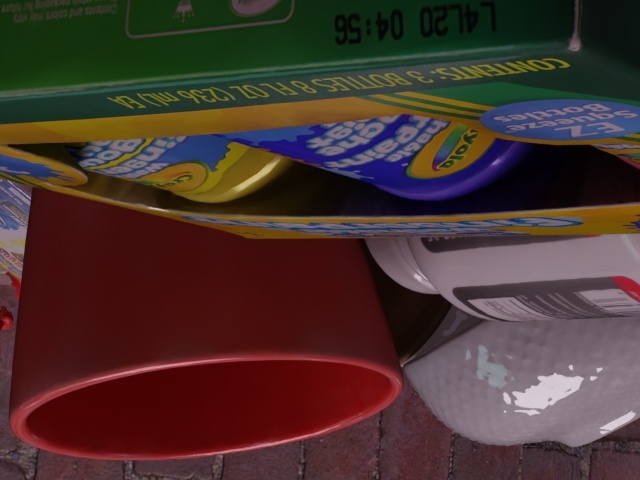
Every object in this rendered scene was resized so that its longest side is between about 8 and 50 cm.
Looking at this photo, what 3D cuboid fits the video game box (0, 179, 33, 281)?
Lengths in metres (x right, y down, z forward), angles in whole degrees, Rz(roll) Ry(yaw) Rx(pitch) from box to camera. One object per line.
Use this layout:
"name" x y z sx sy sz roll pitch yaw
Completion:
"video game box" -0.246 -0.030 1.479 0.205 0.048 0.187 41 158 -25

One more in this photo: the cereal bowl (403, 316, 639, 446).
"cereal bowl" 0.247 0.079 1.614 0.339 0.141 0.339 -32 178 -1

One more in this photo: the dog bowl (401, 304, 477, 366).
"dog bowl" 0.177 0.084 2.179 0.349 0.102 0.349 -13 179 0

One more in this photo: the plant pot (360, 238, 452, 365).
"plant pot" 0.000 0.000 1.563 0.237 0.237 0.110 9 -165 -35

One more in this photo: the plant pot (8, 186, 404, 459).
"plant pot" -0.091 0.008 1.321 0.275 0.243 0.275 -7 160 -3

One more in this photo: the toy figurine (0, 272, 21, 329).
"toy figurine" -0.243 0.018 1.899 0.363 0.191 0.217 6 131 38

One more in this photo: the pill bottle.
"pill bottle" 0.166 -0.033 1.274 0.176 0.176 0.318 9 172 -32

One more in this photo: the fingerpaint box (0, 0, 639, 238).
"fingerpaint box" 0.022 -0.101 0.861 0.445 0.163 0.371 -1 171 37
